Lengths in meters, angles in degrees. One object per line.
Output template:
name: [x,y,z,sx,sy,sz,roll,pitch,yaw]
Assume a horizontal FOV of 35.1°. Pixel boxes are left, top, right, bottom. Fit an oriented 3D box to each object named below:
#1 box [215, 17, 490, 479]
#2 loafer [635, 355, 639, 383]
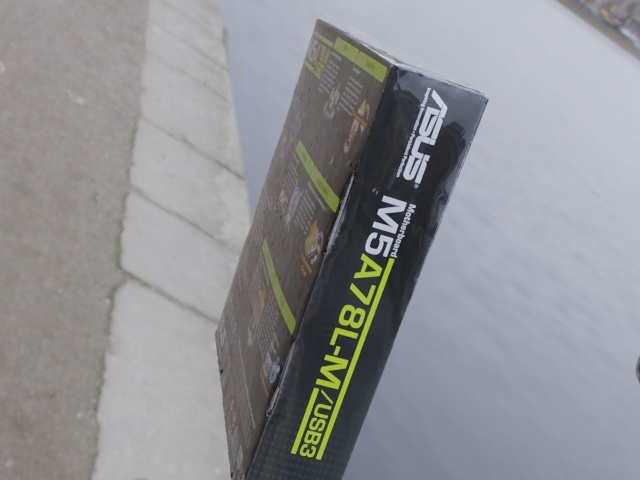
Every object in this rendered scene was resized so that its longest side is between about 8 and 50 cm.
box: [0.000,0.000,0.457,0.045,0.184,0.191,18,13,-13]
loafer: [0.237,-0.014,0.370,0.109,0.302,0.095,21,58,-17]
